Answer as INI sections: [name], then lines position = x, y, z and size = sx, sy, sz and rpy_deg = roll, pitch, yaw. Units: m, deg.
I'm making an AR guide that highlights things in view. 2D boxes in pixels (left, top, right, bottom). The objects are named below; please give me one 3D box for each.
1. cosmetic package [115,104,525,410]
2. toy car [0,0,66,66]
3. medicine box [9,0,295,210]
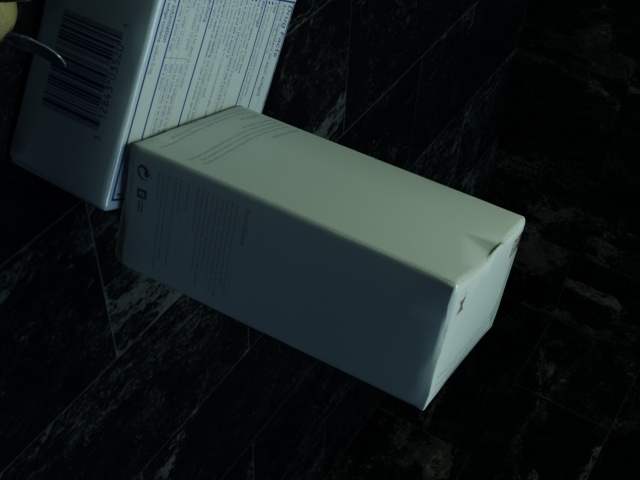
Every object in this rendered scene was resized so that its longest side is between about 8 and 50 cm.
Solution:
[cosmetic package]
position = 0.000, 0.000, 0.997
size = 0.217, 0.385, 0.156
rpy_deg = -32, 141, -54
[toy car]
position = -0.290, -0.214, 0.763
size = 0.149, 0.188, 0.155
rpy_deg = -54, 157, -25
[medicine box]
position = -0.186, -0.195, 1.083
size = 0.289, 0.149, 0.263
rpy_deg = -18, 130, -63
